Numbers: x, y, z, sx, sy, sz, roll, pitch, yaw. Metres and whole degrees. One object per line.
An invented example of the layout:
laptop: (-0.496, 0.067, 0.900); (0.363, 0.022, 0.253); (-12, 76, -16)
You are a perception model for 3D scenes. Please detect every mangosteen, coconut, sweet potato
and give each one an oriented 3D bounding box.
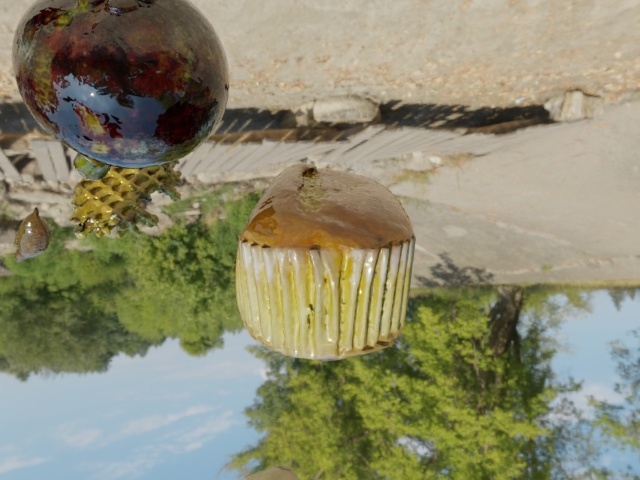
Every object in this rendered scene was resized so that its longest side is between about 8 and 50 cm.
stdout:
mangosteen: (-0.237, -0.172, 0.620); (0.231, 0.231, 0.289); (-4, 150, -27)
coconut: (-0.097, 0.529, 1.013); (0.147, 0.152, 0.147); (19, 161, 7)
sweet potato: (-0.604, 0.010, 1.061); (0.068, 0.068, 0.226); (-3, 155, -40)

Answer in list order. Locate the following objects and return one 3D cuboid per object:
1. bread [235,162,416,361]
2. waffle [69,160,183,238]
bread: (0.000, 0.000, 0.601); (0.204, 0.156, 0.288); (2, -160, 1)
waffle: (-0.391, -0.111, 1.022); (0.229, 0.231, 0.051); (-15, 149, 4)
